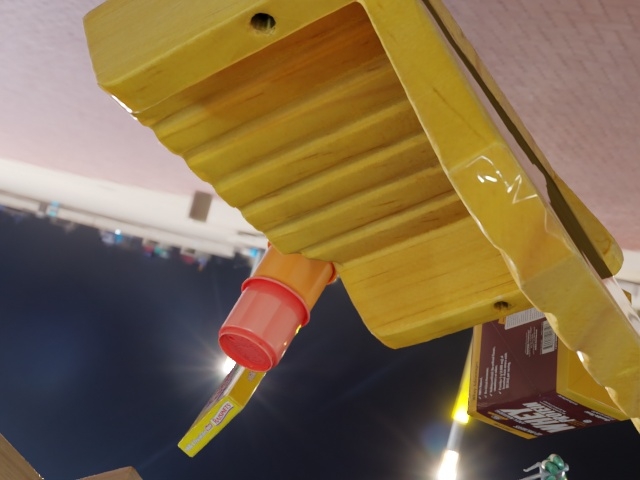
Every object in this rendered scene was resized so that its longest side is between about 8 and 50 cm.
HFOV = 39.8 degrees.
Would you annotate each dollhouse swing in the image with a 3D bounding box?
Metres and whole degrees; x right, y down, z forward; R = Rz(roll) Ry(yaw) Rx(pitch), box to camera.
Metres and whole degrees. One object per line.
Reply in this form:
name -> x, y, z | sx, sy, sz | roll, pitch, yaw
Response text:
dollhouse swing -> 0.036, 0.002, 0.584 | 0.315, 0.304, 0.347 | -22, 136, 26

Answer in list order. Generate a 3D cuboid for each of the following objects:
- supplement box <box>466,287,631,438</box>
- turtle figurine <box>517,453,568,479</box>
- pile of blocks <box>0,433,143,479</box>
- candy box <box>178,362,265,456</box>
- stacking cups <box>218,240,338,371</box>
supplement box -> 0.330, 0.165, 1.276 | 0.129, 0.191, 0.194 | 25, 149, -26
turtle figurine -> 0.297, 0.349, 1.105 | 0.234, 0.175, 0.118 | 4, -177, 18
pile of blocks -> -0.111, 0.178, 0.382 | 0.113, 0.148, 0.362 | -18, 150, 16
candy box -> -0.089, 0.157, 1.029 | 0.027, 0.105, 0.206 | 39, -150, -3
stacking cups -> 0.000, 0.000, 0.917 | 0.096, 0.316, 0.096 | 19, 146, 14
